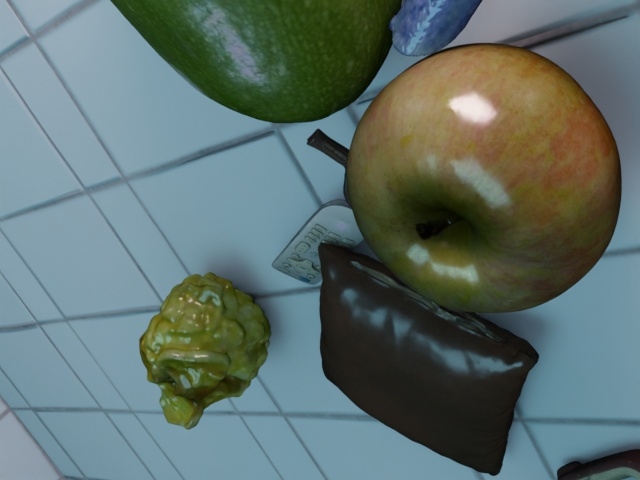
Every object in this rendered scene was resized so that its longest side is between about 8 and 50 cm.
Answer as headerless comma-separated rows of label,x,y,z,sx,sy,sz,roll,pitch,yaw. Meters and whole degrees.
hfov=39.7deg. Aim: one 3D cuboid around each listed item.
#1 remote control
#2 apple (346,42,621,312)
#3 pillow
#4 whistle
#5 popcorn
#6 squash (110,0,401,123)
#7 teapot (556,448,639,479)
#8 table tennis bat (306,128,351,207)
remote control,0.000,0.000,1.191,0.073,0.044,0.229,23,151,-11
apple,0.160,-0.064,0.835,0.256,0.234,0.257,23,134,26
pillow,0.122,0.168,1.185,0.307,0.108,0.305,28,144,22
whistle,0.151,-0.274,0.712,0.062,0.062,0.304,39,129,6
popcorn,-0.181,0.167,1.367,0.181,0.217,0.235,30,151,11
squash,-0.029,-0.245,0.816,0.310,0.310,0.309,1,139,41
teapot,0.415,0.414,1.087,0.312,0.233,0.315,-25,77,55
table tennis bat,0.059,-0.106,1.070,0.170,0.119,0.107,31,119,-20
